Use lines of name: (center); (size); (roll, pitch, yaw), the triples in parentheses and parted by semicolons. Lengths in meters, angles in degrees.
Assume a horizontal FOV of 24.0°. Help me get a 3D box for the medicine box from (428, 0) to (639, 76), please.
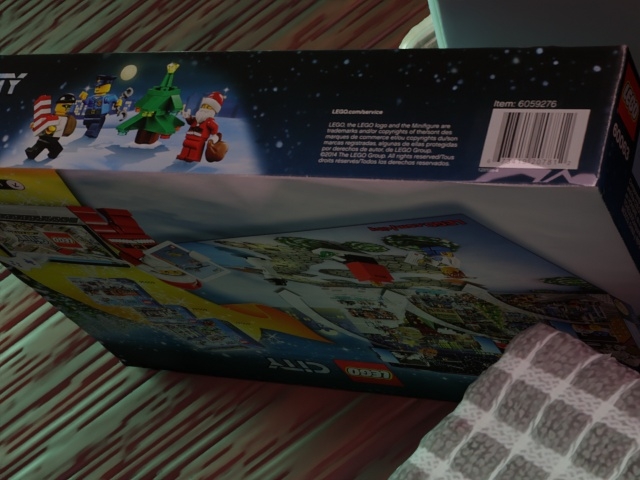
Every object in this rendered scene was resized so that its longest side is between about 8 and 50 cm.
medicine box: (0.167, -0.175, 0.488); (0.263, 0.149, 0.289); (-4, 58, 10)

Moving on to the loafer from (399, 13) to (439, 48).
loafer: (0.087, -0.091, 0.576); (0.125, 0.045, 0.039); (-22, 36, 4)

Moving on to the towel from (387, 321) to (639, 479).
towel: (0.066, 0.158, 0.334); (0.235, 0.121, 0.284); (-49, 36, -8)

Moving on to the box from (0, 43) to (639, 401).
box: (0.000, 0.000, 0.483); (0.233, 0.159, 0.044); (3, 64, 27)
